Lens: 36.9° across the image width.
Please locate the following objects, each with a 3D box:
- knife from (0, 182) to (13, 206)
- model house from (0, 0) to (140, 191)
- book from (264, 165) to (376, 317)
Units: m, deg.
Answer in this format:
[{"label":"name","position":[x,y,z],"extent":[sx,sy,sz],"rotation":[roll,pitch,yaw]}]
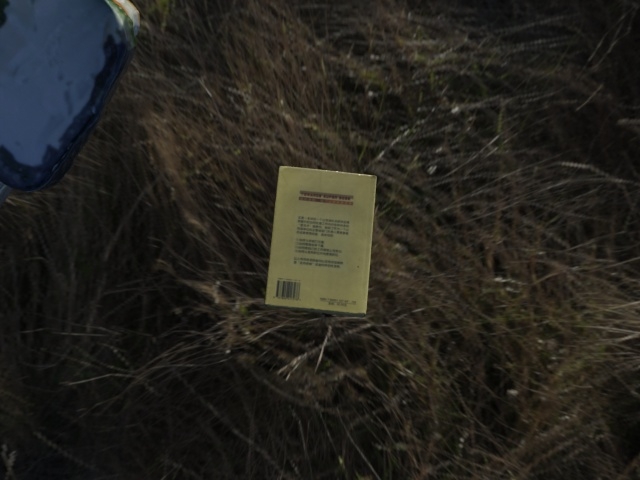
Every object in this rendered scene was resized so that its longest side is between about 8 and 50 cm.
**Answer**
[{"label":"knife","position":[-0.413,-0.134,1.353],"extent":[0.040,0.073,0.266],"rotation":[36,66,-15]},{"label":"model house","position":[-0.351,-0.233,1.286],"extent":[0.190,0.301,0.271],"rotation":[30,103,-8]},{"label":"book","position":[0.000,0.000,1.501],"extent":[0.161,0.026,0.231],"rotation":[6,73,-1]}]
